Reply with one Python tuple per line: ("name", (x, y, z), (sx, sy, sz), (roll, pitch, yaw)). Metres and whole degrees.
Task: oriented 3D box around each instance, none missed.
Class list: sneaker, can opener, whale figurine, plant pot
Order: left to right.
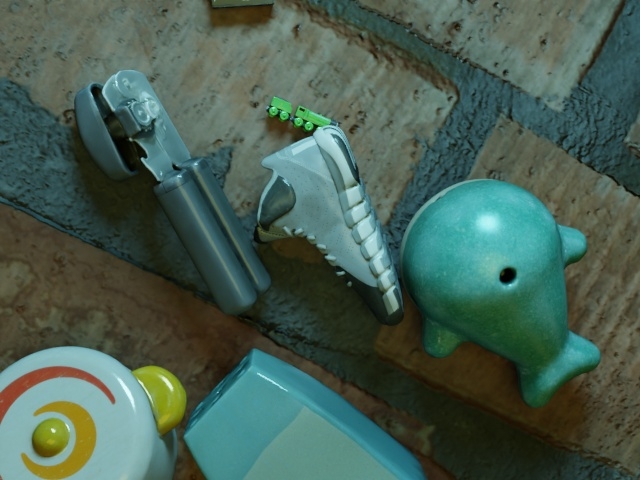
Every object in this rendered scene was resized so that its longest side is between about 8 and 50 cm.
("can opener", (-0.160, -0.046, 1.011), (0.095, 0.076, 0.283), (-21, 104, 29))
("plant pot", (-0.024, 0.239, 1.018), (0.234, 0.166, 0.165), (43, 92, -6))
("sneaker", (0.000, 0.000, 1.030), (0.132, 0.086, 0.228), (-20, 99, 8))
("whale figurine", (0.207, 0.064, 1.026), (0.216, 0.141, 0.272), (-35, 102, -1))

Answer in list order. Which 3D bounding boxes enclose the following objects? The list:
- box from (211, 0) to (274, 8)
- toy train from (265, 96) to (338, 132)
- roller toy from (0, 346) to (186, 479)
("box", (-0.084, -0.287, 0.996), (0.067, 0.018, 0.083), (-4, 99, -6))
("toy train", (-0.018, -0.132, 1.030), (0.083, 0.017, 0.023), (22, 85, -10))
("roller toy", (-0.247, 0.209, 0.956), (0.210, 0.146, 0.191), (10, 70, 9))
